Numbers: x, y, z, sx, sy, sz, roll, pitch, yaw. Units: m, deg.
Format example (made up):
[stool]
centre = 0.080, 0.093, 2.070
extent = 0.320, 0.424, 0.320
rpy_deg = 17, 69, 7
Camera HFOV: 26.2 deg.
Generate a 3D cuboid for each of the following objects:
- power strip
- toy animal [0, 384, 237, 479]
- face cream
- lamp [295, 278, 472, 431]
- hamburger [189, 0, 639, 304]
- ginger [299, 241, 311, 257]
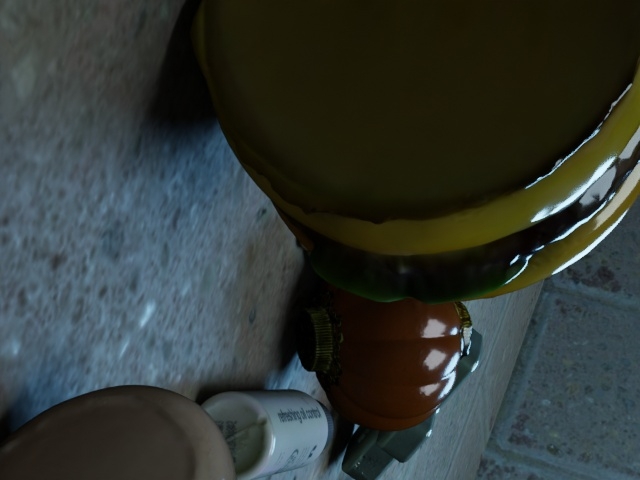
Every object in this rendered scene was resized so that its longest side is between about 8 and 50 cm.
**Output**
[power strip]
centre = 0.124, 0.238, 1.920
extent = 0.265, 0.059, 0.193
rpy_deg = -51, -177, 18
[toy animal]
centre = -0.137, 0.226, 1.014
extent = 0.213, 0.195, 0.256
rpy_deg = -56, 160, -27
[face cream]
centre = -0.048, 0.204, 1.471
extent = 0.311, 0.092, 0.092
rpy_deg = 24, 83, -74
[lamp]
centre = 0.075, 0.110, 1.596
extent = 0.223, 0.196, 0.223
rpy_deg = 178, -90, -73
[hamburger]
centre = 0.107, -0.154, 1.134
extent = 0.277, 0.395, 0.396
rpy_deg = 53, 55, -69
[ginger]
centre = 0.000, -0.001, 1.540
extent = 0.048, 0.030, 0.097
rpy_deg = -43, 156, -6
